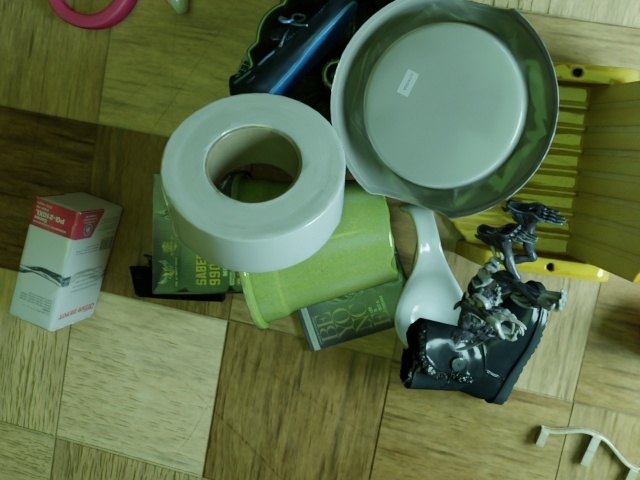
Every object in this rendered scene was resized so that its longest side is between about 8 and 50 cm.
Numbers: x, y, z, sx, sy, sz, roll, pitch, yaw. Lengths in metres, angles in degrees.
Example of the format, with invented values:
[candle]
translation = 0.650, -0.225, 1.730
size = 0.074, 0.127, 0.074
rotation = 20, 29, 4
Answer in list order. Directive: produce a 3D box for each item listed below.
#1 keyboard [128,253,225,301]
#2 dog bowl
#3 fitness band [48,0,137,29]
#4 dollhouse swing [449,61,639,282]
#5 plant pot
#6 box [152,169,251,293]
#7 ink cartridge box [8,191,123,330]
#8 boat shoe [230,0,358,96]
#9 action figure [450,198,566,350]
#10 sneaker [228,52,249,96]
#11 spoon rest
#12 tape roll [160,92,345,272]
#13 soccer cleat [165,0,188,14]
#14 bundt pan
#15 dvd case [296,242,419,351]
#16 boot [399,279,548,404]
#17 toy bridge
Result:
[keyboard]
translation = -0.281, 0.069, 1.530
size = 0.192, 0.038, 0.100
rotation = 3, 120, 11
[dog bowl]
translation = 0.195, -0.208, 1.204
size = 0.349, 0.102, 0.348
rotation = 3, 97, 21
[fitness band]
translation = -0.437, -0.554, 1.478
size = 0.209, 0.054, 0.291
rotation = 13, 100, 10
[dollhouse swing]
translation = 0.366, -0.110, 1.225
size = 0.315, 0.305, 0.347
rotation = 8, 98, 11
[plant pot]
translation = 0.000, 0.000, 1.348
size = 0.254, 0.276, 0.276
rotation = -9, 94, 4
[box]
translation = -0.222, -0.014, 1.460
size = 0.183, 0.056, 0.231
rotation = -1, 85, 6
[ink cartridge box]
translation = -0.490, 0.036, 1.492
size = 0.100, 0.172, 0.237
rotation = 20, 100, 10
[boat shoe]
translation = -0.053, -0.318, 1.269
size = 0.258, 0.109, 0.089
rotation = -43, 83, 11
[action figure]
translation = 0.285, 0.083, 1.178
size = 0.141, 0.164, 0.275
rotation = 32, 136, 29
[sneaker]
translation = -0.145, -0.307, 1.433
size = 0.038, 0.069, 0.098
rotation = 16, 99, 10
[spoon rest]
translation = 0.190, 0.070, 1.387
size = 0.137, 0.084, 0.276
rotation = -8, 93, -8
[tape roll]
translation = -0.103, -0.093, 1.207
size = 0.286, 0.100, 0.286
rotation = 0, 59, -1
[soccer cleat]
translation = -0.271, -0.523, 1.441
size = 0.076, 0.068, 0.196
rotation = -14, 90, 10
[bundt pan]
translation = 0.039, -0.289, 1.368
size = 0.331, 0.124, 0.331
rotation = 1, 97, 12
[dvd case]
translation = 0.057, 0.103, 1.461
size = 0.221, 0.018, 0.164
rotation = -18, 92, 14
[boot]
translation = 0.263, 0.166, 1.346
size = 0.207, 0.094, 0.246
rotation = 15, 106, -18
[toy bridge]
translation = 0.487, 0.375, 1.393
size = 0.188, 0.026, 0.063
rotation = 22, 99, 9
